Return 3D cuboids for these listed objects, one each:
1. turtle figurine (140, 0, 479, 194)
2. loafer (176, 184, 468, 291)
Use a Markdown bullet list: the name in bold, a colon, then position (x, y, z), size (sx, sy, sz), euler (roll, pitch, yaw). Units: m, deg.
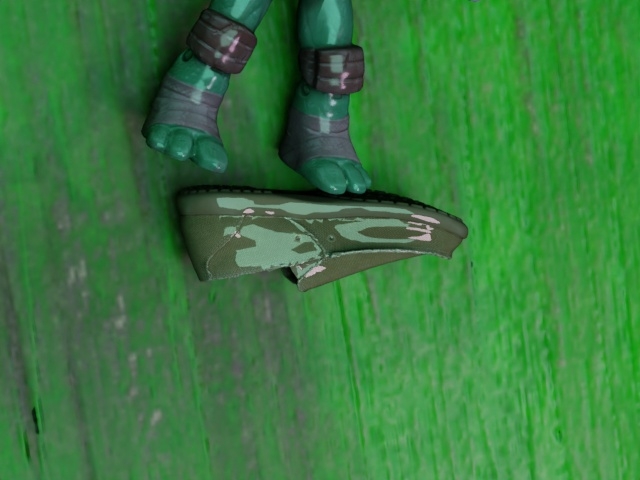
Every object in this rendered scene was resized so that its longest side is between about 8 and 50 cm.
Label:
- **turtle figurine**: position (0.001, -0.144, 0.766), size (0.175, 0.118, 0.234), euler (15, 109, -8)
- **loafer**: position (0.000, 0.000, 0.824), size (0.148, 0.056, 0.050), euler (4, 98, -11)
